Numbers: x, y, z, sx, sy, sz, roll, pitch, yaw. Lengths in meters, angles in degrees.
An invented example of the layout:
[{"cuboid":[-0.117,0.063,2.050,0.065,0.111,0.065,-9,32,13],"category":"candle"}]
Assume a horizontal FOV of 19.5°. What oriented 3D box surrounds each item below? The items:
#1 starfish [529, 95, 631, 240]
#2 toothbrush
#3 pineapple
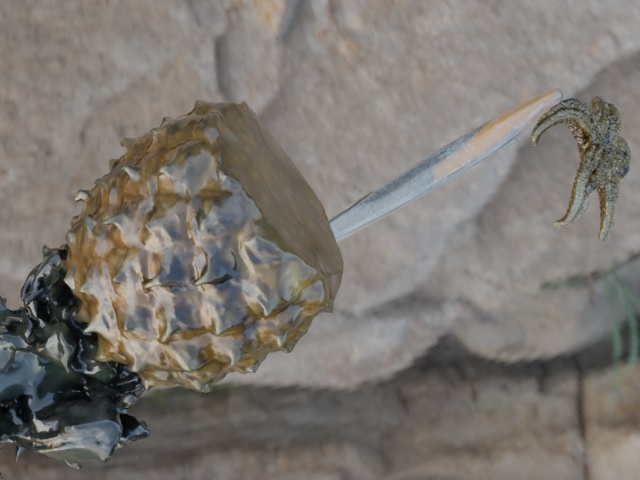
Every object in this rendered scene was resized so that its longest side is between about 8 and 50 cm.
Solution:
[{"cuboid":[0.130,-0.039,0.909,0.028,0.091,0.078,-11,124,30],"category":"starfish"},{"cuboid":[0.000,0.000,1.214,0.375,0.028,0.037,-30,87,22],"category":"toothbrush"},{"cuboid":[-0.104,0.039,0.800,0.237,0.119,0.111,-33,112,20],"category":"pineapple"}]
